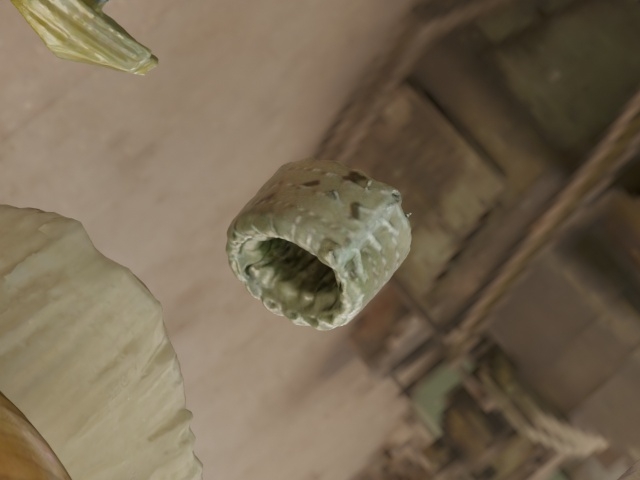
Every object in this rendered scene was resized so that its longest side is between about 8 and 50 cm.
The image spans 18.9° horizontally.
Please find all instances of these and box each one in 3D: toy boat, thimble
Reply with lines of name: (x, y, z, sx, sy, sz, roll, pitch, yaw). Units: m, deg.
toy boat: (-0.145, -0.154, 1.009, 0.066, 0.172, 0.065, -39, 172, 0)
thimble: (0.000, 0.000, 1.049, 0.062, 0.084, 0.110, -50, -169, -28)

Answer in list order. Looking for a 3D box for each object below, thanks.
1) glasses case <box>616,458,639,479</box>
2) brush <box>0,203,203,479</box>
glasses case: (0.160, 0.103, 0.722, 0.087, 0.065, 0.248, 2, -157, 42)
brush: (-0.177, 0.101, 0.593, 0.267, 0.174, 0.166, -16, -164, 14)
